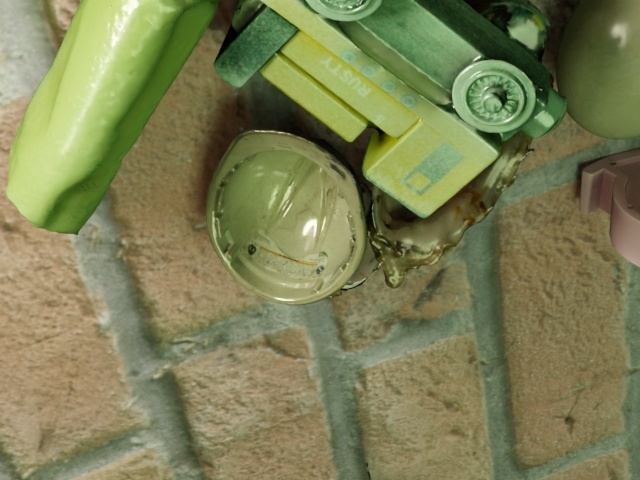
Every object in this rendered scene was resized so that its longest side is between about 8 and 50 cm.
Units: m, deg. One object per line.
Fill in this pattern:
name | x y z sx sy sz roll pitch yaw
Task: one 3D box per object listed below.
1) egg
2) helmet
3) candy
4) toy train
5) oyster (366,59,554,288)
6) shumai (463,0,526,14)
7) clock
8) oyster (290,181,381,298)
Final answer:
egg | 0.389 -0.235 1.885 0.187 0.186 0.253 7 130 -31
helmet | -0.022 -0.059 1.884 0.204 0.137 0.257 23 132 7
candy | -0.230 -0.162 1.686 0.132 0.142 0.343 6 129 -41
toy train | 0.070 -0.205 1.700 0.397 0.160 0.253 35 129 -17
oyster | 0.162 -0.115 1.915 0.221 0.096 0.361 5 104 -16
shumai | 0.207 -0.319 1.754 0.201 0.120 0.201 -15 126 -22
clock | 0.537 -0.034 2.088 0.290 0.275 0.080 -16 132 -17
oyster | 0.000 0.000 2.008 0.191 0.081 0.163 -9 109 -5
